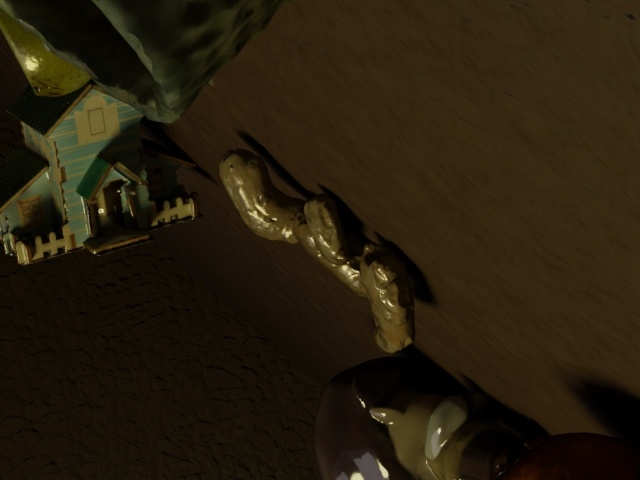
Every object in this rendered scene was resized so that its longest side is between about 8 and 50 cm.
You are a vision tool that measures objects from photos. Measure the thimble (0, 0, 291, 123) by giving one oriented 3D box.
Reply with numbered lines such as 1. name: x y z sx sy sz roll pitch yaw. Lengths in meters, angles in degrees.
1. thimble: -0.105 -0.188 0.530 0.271 0.150 0.271 40 172 7

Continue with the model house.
1. model house: -0.282 -0.106 1.661 0.178 0.271 0.206 32 131 56

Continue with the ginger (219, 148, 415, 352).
1. ginger: 0.005 -0.003 1.301 0.258 0.065 0.149 47 159 2

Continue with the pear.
1. pear: -0.237 -0.203 1.223 0.141 0.104 0.141 61 168 22

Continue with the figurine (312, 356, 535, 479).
1. figurine: 0.140 0.229 1.621 0.218 0.206 0.365 21 158 -33

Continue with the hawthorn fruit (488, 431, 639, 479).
1. hawthorn fruit: 0.261 0.297 1.093 0.308 0.276 0.276 14 179 -16
